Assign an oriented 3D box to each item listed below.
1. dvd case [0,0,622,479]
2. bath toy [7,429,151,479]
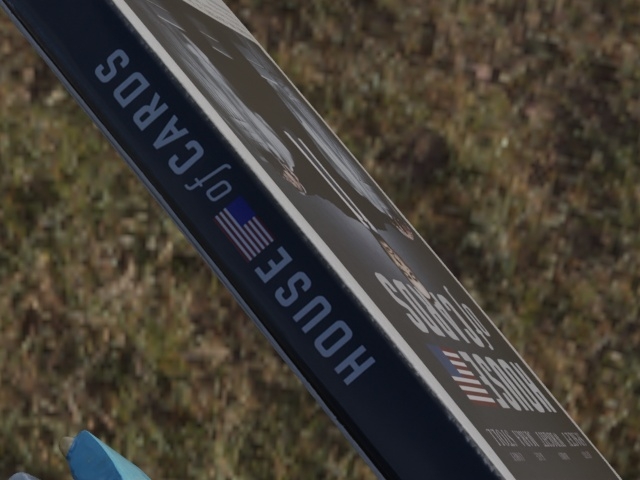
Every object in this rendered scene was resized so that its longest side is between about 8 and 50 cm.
[{"bbox_3d":[0.000,0.000,0.545,0.029,0.179,0.239,-42,74,9],"label":"dvd case"},{"bbox_3d":[-0.262,0.316,1.517,0.348,0.129,0.151,-40,44,8],"label":"bath toy"}]
